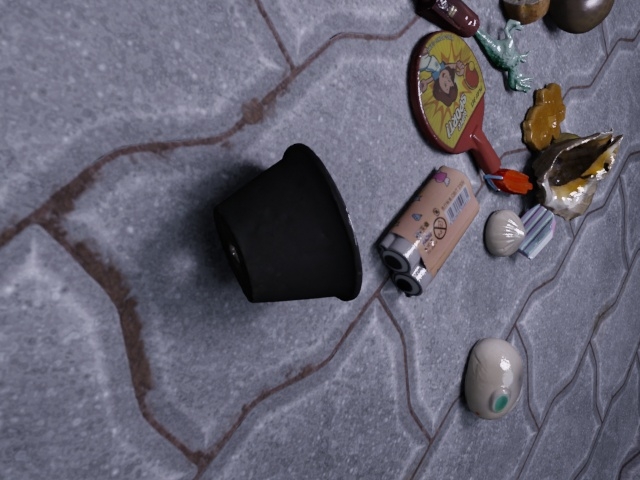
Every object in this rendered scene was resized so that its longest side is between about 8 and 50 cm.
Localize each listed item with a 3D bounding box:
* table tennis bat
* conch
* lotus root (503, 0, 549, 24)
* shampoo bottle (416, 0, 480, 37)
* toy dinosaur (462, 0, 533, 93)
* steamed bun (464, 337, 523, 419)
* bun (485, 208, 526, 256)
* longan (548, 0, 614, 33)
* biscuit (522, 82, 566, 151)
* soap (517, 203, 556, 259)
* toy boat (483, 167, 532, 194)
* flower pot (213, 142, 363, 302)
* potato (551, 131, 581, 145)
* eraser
[{"bbox_3d":[0.340,-0.316,1.277,0.414,0.051,0.268,47,64,-34],"label":"table tennis bat"},{"bbox_3d":[0.740,-0.210,1.574,0.263,0.186,0.323,11,112,-43],"label":"conch"},{"bbox_3d":[0.556,-0.637,1.393,0.122,0.113,0.081,-58,137,-23],"label":"lotus root"},{"bbox_3d":[0.271,-0.527,1.165,0.237,0.067,0.068,8,93,-42],"label":"shampoo bottle"},{"bbox_3d":[0.470,-0.537,1.349,0.383,0.076,0.129,35,92,-33],"label":"toy dinosaur"},{"bbox_3d":[0.494,0.390,1.459,0.177,0.131,0.227,24,77,-44],"label":"steamed bun"},{"bbox_3d":[0.532,-0.018,1.468,0.138,0.094,0.138,-12,107,-44],"label":"bun"},{"bbox_3d":[0.768,-0.720,1.540,0.198,0.198,0.212,-8,99,-43],"label":"longan"},{"bbox_3d":[0.688,-0.372,1.609,0.248,0.035,0.184,-53,127,-25],"label":"biscuit"},{"bbox_3d":[0.636,-0.029,1.559,0.149,0.100,0.056,-50,137,5],"label":"soap"},{"bbox_3d":[0.524,-0.165,1.465,0.173,0.059,0.069,6,91,-37],"label":"toy boat"},{"bbox_3d":[-0.065,-0.006,0.821,0.166,0.269,0.268,-19,110,-17],"label":"flower pot"},{"bbox_3d":[0.815,-0.308,1.715,0.138,0.070,0.091,-2,96,-44],"label":"potato"},{"bbox_3d":[0.260,-0.024,1.212,0.290,0.087,0.171,-49,123,-29],"label":"eraser"}]
